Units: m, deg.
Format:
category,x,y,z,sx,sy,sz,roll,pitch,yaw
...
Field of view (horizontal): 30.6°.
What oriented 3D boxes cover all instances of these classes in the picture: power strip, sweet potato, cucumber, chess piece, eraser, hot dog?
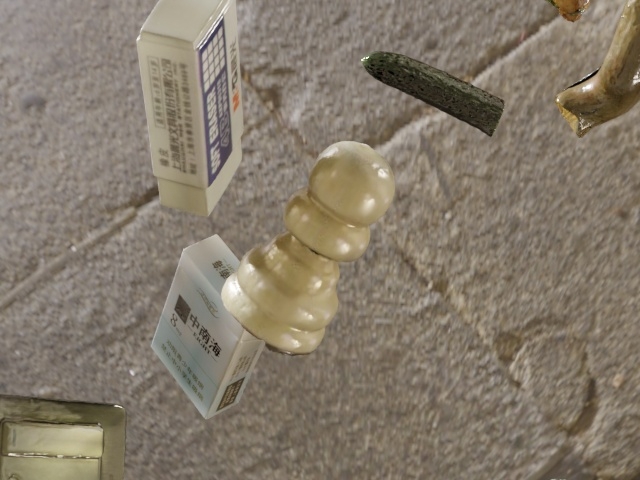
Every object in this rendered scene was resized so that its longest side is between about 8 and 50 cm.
category,x,y,z,sx,sy,sz,roll,pitch,yaw
power strip,-0.408,0.354,1.699,0.257,0.092,0.251,11,77,-36
sweet potato,0.426,-0.260,1.659,0.112,0.286,0.085,23,43,3
cucumber,0.157,-0.215,1.658,0.214,0.052,0.058,24,59,-4
chess piece,0.000,0.000,1.419,0.142,0.142,0.261,40,112,16
eraser,-0.152,-0.171,1.425,0.081,0.279,0.124,14,48,12
hot dog,0.344,-0.410,1.772,0.055,0.072,0.188,-39,67,31

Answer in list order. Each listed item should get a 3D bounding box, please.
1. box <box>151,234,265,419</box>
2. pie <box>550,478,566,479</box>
category,x,y,z,sx,sy,sz,roll,pitch,yaw
box,-0.155,0.127,1.677,0.067,0.243,0.155,-26,65,-37
pie,0.358,0.506,1.776,0.071,0.306,0.306,-7,62,41
